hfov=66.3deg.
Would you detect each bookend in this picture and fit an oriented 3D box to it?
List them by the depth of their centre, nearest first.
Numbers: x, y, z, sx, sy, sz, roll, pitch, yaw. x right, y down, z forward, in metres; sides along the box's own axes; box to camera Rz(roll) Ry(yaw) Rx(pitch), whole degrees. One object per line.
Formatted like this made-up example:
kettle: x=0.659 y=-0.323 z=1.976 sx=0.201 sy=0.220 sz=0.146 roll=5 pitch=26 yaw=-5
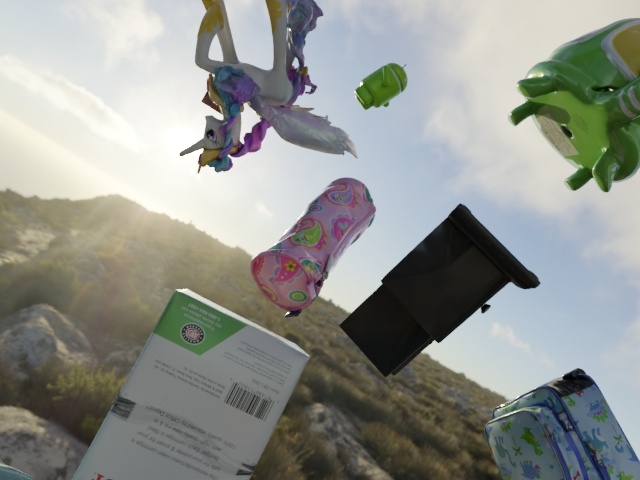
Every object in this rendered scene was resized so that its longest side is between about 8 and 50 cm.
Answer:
bookend: x=0.083 y=0.053 z=0.400 sx=0.072 sy=0.156 sz=0.157 roll=47 pitch=11 yaw=11

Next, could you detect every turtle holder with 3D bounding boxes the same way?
turtle holder: x=0.450 y=-0.235 z=0.755 sx=0.243 sy=0.227 sz=0.320 roll=58 pitch=10 yaw=29

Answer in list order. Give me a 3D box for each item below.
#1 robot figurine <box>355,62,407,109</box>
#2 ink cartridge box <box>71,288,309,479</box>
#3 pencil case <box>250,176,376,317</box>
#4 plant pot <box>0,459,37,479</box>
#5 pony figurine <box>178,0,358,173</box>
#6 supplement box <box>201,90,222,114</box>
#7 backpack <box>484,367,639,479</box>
robot figurine: x=0.129 y=-0.319 z=1.010 sx=0.067 sy=0.115 sz=0.101 roll=57 pitch=-1 yaw=16
ink cartridge box: x=-0.135 y=0.185 z=0.532 sx=0.160 sy=0.220 sz=0.092 roll=29 pitch=-9 yaw=-7
pencil case: x=0.000 y=0.000 z=0.843 sx=0.124 sy=0.284 sz=0.124 roll=15 pitch=-53 yaw=21
plant pot: x=-0.463 y=0.234 z=0.405 sx=0.334 sy=0.341 sz=0.341 roll=28 pitch=-6 yaw=32
pony figurine: x=-0.105 y=-0.308 z=1.001 sx=0.350 sy=0.364 sz=0.303 roll=0 pitch=22 yaw=-19
supplement box: x=-0.255 y=-0.359 z=1.262 sx=0.083 sy=0.055 sz=0.043 roll=32 pitch=17 yaw=-13
backpack: x=0.203 y=0.185 z=0.417 sx=0.114 sy=0.084 sz=0.105 roll=65 pitch=-27 yaw=24
